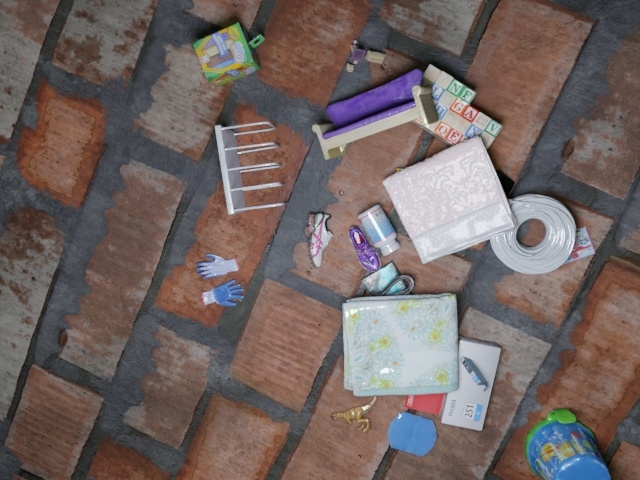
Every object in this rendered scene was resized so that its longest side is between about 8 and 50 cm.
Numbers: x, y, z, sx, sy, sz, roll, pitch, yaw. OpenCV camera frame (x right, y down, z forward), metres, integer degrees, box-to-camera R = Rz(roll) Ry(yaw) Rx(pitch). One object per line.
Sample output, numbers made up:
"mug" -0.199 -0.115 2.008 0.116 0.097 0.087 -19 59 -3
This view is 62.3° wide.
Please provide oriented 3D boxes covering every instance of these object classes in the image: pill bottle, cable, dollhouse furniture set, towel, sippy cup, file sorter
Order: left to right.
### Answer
"file sorter" -0.217 -0.237 1.723 0.173 0.193 0.277 -8 95 4
"dollhouse furniture set" 0.147 -0.605 1.738 0.115 0.091 0.081 5 54 -16
"cable" 0.189 0.209 1.781 0.139 0.072 0.287 43 94 20
"pill bottle" 0.196 -0.033 1.751 0.087 0.087 0.160 -30 92 8
"towel" 0.257 0.338 1.709 0.375 0.090 0.320 -3 100 0
"towel" 0.407 -0.120 1.677 0.332 0.053 0.316 -24 93 21
"cable" 0.675 -0.021 1.698 0.257 0.089 0.256 -4 97 10
"sippy cup" 0.803 0.718 1.696 0.240 0.224 0.305 -45 89 8

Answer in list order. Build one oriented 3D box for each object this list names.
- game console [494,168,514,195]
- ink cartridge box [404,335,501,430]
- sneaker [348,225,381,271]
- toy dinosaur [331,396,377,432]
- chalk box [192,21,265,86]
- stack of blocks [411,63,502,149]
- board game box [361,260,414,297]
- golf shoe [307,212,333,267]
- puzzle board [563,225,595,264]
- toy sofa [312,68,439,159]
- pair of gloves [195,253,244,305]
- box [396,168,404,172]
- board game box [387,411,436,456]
"game console" 0.553 -0.170 1.738 0.107 0.071 0.122 36 99 32
"ink cartridge box" 0.441 0.469 1.788 0.262 0.066 0.296 11 97 4
"sneaker" 0.141 0.032 1.772 0.068 0.071 0.169 -32 92 8
"toy dinosaur" 0.137 0.598 1.834 0.212 0.064 0.112 -26 91 8
"chalk box" -0.278 -0.607 1.720 0.213 0.132 0.131 -19 93 9
"stack of blocks" 0.422 -0.403 1.689 0.297 0.087 0.171 33 98 2
"board game box" 0.239 0.180 1.799 0.126 0.026 0.186 -33 92 8
"golf shoe" 0.000 0.000 1.785 0.086 0.067 0.185 0 96 4
"puzzle board" 0.820 0.020 1.730 0.128 0.011 0.096 -21 93 7
"toy sofa" 0.162 -0.387 1.628 0.363 0.150 0.177 -14 98 29
"pair of gloves" -0.354 0.139 1.859 0.160 0.023 0.198 -10 95 7
"box" 0.318 -0.196 1.752 0.136 0.028 0.081 3 96 8
"board game box" 0.316 0.666 1.839 0.169 0.033 0.133 16 92 -1
